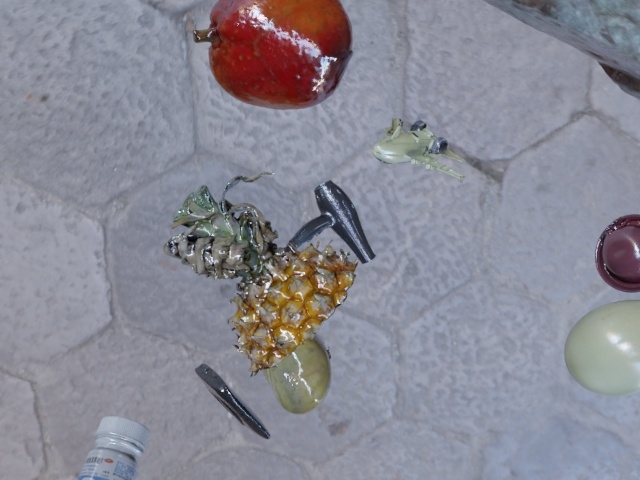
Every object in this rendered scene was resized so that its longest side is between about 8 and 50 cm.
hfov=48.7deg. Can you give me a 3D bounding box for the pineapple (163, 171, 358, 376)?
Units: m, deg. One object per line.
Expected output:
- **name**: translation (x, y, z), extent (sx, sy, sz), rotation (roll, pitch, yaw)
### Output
- **pineapple**: translation (-0.118, 0.033, 1.126), extent (0.262, 0.262, 0.271), rotation (-43, 104, 9)

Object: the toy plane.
- **toy plane**: translation (0.212, -0.210, 1.586), extent (0.256, 0.242, 0.104), rotation (3, 128, -49)

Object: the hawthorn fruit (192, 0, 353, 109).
- **hawthorn fruit**: translation (-0.095, -0.383, 1.379), extent (0.307, 0.265, 0.265), rotation (-7, 113, -19)

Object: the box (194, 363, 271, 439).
- **box**: translation (-0.199, 0.367, 1.604), extent (0.042, 0.212, 0.201), rotation (-43, 116, -15)

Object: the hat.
- **hat**: translation (0.770, 0.029, 1.762), extent (0.089, 0.205, 0.205), rotation (15, 110, -40)

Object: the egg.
- **egg**: translation (0.635, 0.220, 1.471), extent (0.253, 0.188, 0.189), rotation (-27, 114, 18)

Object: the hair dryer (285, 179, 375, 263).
- **hair dryer**: translation (0.000, 0.000, 1.471), extent (0.219, 0.075, 0.195), rotation (-36, 99, -29)

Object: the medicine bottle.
- **medicine bottle**: translation (-0.400, 0.433, 1.354), extent (0.105, 0.168, 0.105), rotation (9, 143, 7)

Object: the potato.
- **potato**: translation (-0.058, 0.267, 1.545), extent (0.141, 0.296, 0.192), rotation (-15, 96, -18)

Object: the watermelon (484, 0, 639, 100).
- **watermelon**: translation (0.211, -0.193, 0.431), extent (0.228, 0.387, 0.258), rotation (-46, 122, -21)
